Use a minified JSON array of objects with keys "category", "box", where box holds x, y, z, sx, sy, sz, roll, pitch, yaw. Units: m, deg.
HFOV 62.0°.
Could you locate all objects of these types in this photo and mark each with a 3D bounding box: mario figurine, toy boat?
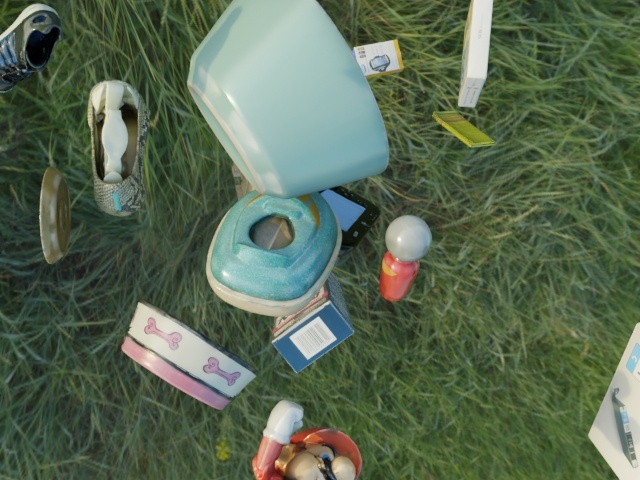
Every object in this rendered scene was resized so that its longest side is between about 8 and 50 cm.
[{"category":"mario figurine","box":[-0.025,0.336,0.676,0.170,0.320,0.198,12,106,21]},{"category":"toy boat","box":[0.000,0.000,0.804,0.318,0.268,0.148,12,133,3]}]

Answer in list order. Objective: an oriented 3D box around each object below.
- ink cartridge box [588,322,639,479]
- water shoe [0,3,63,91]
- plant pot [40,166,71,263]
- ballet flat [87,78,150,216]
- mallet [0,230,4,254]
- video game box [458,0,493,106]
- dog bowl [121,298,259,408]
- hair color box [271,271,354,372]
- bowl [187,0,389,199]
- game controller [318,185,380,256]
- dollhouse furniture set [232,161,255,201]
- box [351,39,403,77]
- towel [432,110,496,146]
[{"category":"ink cartridge box","box":[0.605,0.333,0.911,0.066,0.261,0.297,-2,119,-11]},{"category":"water shoe","box":[-0.540,-0.332,0.959,0.203,0.080,0.073,-41,155,23]},{"category":"plant pot","box":[-0.642,-0.061,1.299,0.032,0.236,0.237,-1,116,-16]},{"category":"ballet flat","box":[-0.539,-0.300,1.416,0.163,0.483,0.182,-4,151,-16]},{"category":"mallet","box":[-0.268,-0.070,0.349,0.039,0.062,0.190,-24,95,-18]},{"category":"video game box","box":[0.353,-0.433,1.217,0.048,0.187,0.205,5,85,7]},{"category":"dog bowl","box":[-0.387,0.339,1.540,0.408,0.407,0.150,44,69,-34]},{"category":"hair color box","box":[-0.026,0.181,1.383,0.173,0.347,0.105,-36,102,6]},{"category":"bowl","box":[-0.064,-0.180,0.725,0.163,0.311,0.312,-34,124,-6]},{"category":"game controller","box":[0.028,-0.057,1.125,0.166,0.319,0.067,21,114,10]},{"category":"dollhouse furniture set","box":[-0.132,-0.232,1.509,0.173,0.356,0.303,-2,142,-21]},{"category":"box","box":[0.145,-0.477,1.409,0.136,0.028,0.081,-12,86,-3]},{"category":"towel","box":[0.468,-0.370,1.744,0.102,0.237,0.021,-10,130,-19]}]
